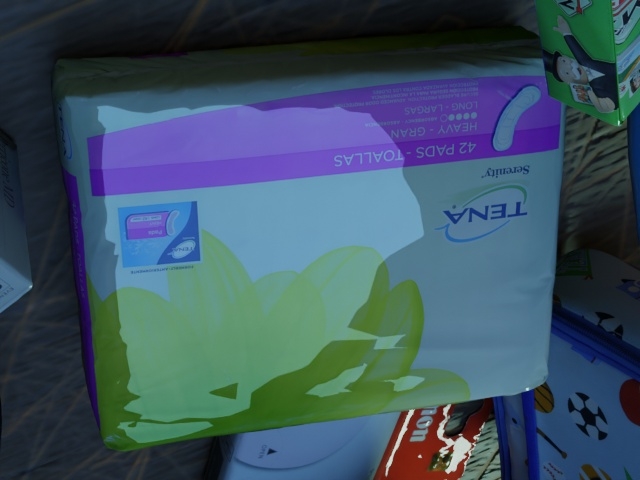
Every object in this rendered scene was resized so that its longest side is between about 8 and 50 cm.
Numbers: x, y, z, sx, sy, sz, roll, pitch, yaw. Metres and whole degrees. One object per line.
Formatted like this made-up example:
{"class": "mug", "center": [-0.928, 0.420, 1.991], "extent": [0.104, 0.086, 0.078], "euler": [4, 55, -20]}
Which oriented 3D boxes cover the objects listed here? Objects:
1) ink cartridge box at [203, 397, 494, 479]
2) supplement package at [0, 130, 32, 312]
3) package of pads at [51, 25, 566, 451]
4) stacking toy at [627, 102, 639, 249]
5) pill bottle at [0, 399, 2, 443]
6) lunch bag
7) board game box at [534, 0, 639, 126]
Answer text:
{"class": "ink cartridge box", "center": [0.040, 0.142, 0.882], "extent": [0.232, 0.066, 0.189], "euler": [6, 125, -18]}
{"class": "supplement package", "center": [-0.276, -0.047, 0.563], "extent": [0.134, 0.139, 0.244], "euler": [-35, 131, 10]}
{"class": "package of pads", "center": [0.000, 0.000, 0.695], "extent": [0.296, 0.101, 0.229], "euler": [-7, 114, -13]}
{"class": "stacking toy", "center": [0.348, -0.043, 0.790], "extent": [0.165, 0.175, 0.301], "euler": [-11, 164, 39]}
{"class": "pill bottle", "center": [-0.313, 0.122, 0.694], "extent": [0.219, 0.123, 0.123], "euler": [10, 123, -26]}
{"class": "lunch bag", "center": [0.228, 0.167, 0.850], "extent": [0.115, 0.243, 0.303], "euler": [-31, 131, -28]}
{"class": "board game box", "center": [0.203, -0.233, 0.530], "extent": [0.317, 0.046, 0.213], "euler": [-47, 145, -19]}
